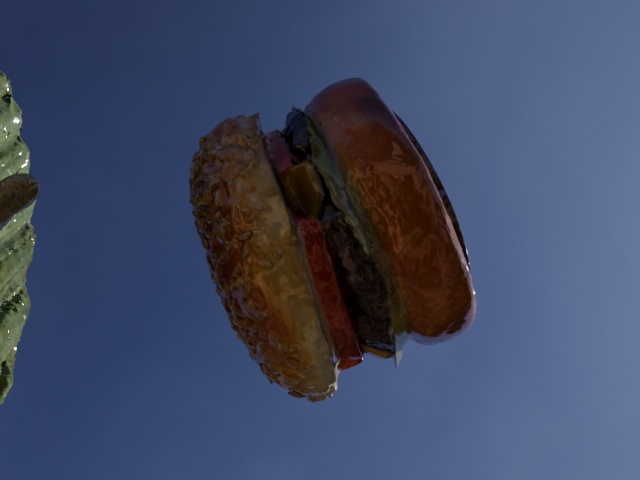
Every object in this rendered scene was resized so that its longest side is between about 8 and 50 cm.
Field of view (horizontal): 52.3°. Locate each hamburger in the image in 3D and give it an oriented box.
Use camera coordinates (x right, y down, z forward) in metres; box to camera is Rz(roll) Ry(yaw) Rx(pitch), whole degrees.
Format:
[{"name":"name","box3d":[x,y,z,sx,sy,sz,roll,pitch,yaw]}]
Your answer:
[{"name":"hamburger","box3d":[0.000,0.000,0.730,0.250,0.330,0.330,-26,-72,-3]}]

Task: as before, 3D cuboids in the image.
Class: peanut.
[{"name":"peanut","box3d":[-0.308,-0.032,0.630,0.037,0.037,0.083,41,-97,-9]}]

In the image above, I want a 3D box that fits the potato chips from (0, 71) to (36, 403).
[{"name":"potato chips","box3d":[-0.391,-0.016,0.686,0.070,0.429,0.358,-7,-63,3]}]
